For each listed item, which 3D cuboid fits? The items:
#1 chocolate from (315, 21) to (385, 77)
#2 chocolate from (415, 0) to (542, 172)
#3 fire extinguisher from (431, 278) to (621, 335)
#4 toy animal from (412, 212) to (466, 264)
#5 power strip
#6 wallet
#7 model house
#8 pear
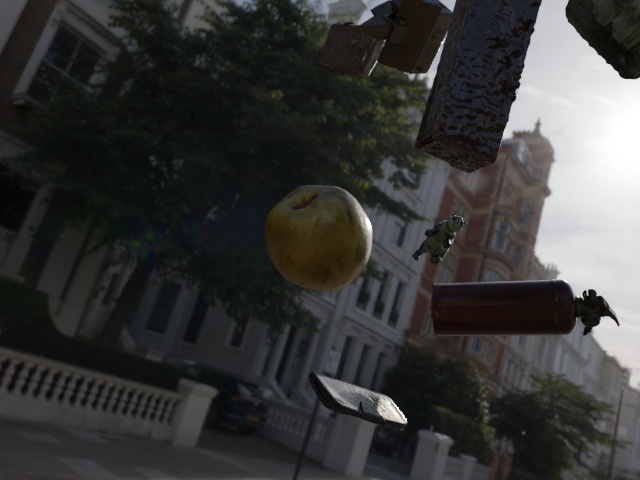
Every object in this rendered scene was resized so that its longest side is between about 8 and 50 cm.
[{"bbox_3d":[0.095,-0.567,1.818,0.093,0.148,0.214,21,5,-46],"label":"chocolate"},{"bbox_3d":[0.236,-0.270,0.895,0.112,0.321,0.112,18,-5,-6],"label":"chocolate"},{"bbox_3d":[0.387,0.138,1.148,0.337,0.106,0.147,-2,-35,18],"label":"fire extinguisher"},{"bbox_3d":[0.385,-0.006,1.927,0.094,0.121,0.225,40,-31,15],"label":"toy animal"},{"bbox_3d":[0.544,-0.414,1.036,0.064,0.198,0.213,-9,-32,-51],"label":"power strip"},{"bbox_3d":[0.055,0.229,0.860,0.157,0.018,0.082,26,10,-33],"label":"wallet"},{"bbox_3d":[0.175,-0.536,1.509,0.248,0.181,0.176,-11,49,-40],"label":"model house"},{"bbox_3d":[0.000,0.000,1.150,0.209,0.209,0.209,17,-15,4],"label":"pear"}]
